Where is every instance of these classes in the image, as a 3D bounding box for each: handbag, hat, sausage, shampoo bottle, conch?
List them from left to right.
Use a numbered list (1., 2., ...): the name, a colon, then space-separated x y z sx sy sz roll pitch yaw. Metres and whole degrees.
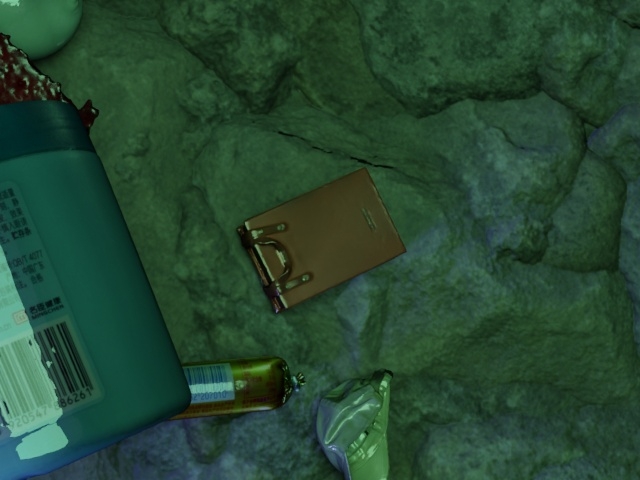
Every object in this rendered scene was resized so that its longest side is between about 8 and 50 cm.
1. shampoo bottle: -0.340 0.078 1.282 0.331 0.331 0.343 -22 85 -17
2. conch: -0.389 -0.329 1.548 0.221 0.121 0.185 48 43 3
3. sausage: -0.196 0.186 1.512 0.371 0.082 0.082 -5 81 -16
4. handbag: 0.000 0.000 1.606 0.190 0.063 0.127 -24 87 -20
5. hat: 0.046 0.252 1.574 0.122 0.081 0.166 -15 101 -55

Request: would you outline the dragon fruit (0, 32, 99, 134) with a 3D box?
1. dragon fruit: -0.468 -0.165 1.489 0.343 0.100 0.282 44 93 -5
